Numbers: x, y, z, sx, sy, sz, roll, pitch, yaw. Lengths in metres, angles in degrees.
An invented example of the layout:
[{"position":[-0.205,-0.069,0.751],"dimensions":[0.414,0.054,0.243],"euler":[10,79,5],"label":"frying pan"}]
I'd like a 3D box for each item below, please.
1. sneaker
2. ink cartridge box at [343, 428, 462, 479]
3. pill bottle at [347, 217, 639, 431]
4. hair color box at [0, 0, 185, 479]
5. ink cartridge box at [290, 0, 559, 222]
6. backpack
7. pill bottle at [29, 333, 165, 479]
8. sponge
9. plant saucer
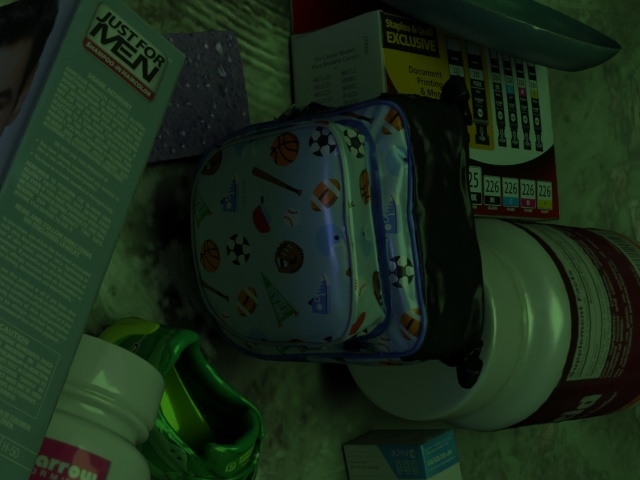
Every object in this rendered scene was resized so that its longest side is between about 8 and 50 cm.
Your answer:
[{"position":[-0.105,0.203,1.224],"dimensions":[0.109,0.123,0.295],"euler":[-43,117,-44],"label":"sneaker"},{"position":[0.096,0.291,1.459],"dimensions":[0.061,0.104,0.181],"euler":[-17,97,-49],"label":"ink cartridge box"},{"position":[0.212,0.091,1.524],"dimensions":[0.392,0.224,0.224],"euler":[3,82,-51],"label":"pill bottle"},{"position":[-0.250,0.001,1.035],"dimensions":[0.113,0.185,0.374],"euler":[39,56,-38],"label":"hair color box"},{"position":[0.116,-0.153,1.528],"dimensions":[0.309,0.130,0.272],"euler":[1,83,-49],"label":"ink cartridge box"},{"position":[0.000,0.000,1.271],"dimensions":[0.213,0.263,0.277],"euler":[4,81,-44],"label":"backpack"},{"position":[-0.221,0.218,1.058],"dimensions":[0.160,0.160,0.283],"euler":[38,57,-40],"label":"pill bottle"},{"position":[-0.147,-0.131,1.293],"dimensions":[0.210,0.031,0.117],"euler":[-13,95,-49],"label":"sponge"},{"position":[0.166,-0.248,1.503],"dimensions":[0.317,0.317,0.044],"euler":[3,115,-49],"label":"plant saucer"}]
